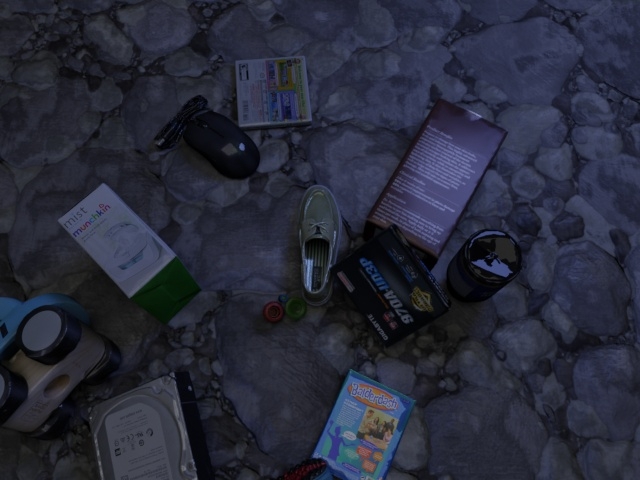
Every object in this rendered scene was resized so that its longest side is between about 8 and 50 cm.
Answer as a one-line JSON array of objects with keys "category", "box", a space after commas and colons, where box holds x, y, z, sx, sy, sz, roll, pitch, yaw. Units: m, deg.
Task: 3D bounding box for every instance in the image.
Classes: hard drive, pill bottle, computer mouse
[{"category": "hard drive", "box": [-0.329, 0.459, 1.072, 0.236, 0.064, 0.339, -24, 71, 17]}, {"category": "pill bottle", "box": [0.347, 0.066, 1.188, 0.122, 0.219, 0.123, 0, 70, 0]}, {"category": "computer mouse", "box": [-0.276, -0.259, 1.376, 0.272, 0.072, 0.188, 34, 72, 11]}]

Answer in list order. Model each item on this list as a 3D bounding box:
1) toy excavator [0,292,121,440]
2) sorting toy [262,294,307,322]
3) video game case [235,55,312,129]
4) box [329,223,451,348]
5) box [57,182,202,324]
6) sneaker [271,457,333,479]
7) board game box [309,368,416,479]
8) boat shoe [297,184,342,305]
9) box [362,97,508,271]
[{"category": "toy excavator", "box": [-0.725, 0.246, 1.139, 0.445, 0.222, 0.433, 32, 73, 25]}, {"category": "sorting toy", "box": [-0.085, 0.155, 1.250, 0.101, 0.042, 0.061, -6, 85, -16]}, {"category": "video game case", "box": [-0.128, -0.398, 1.454, 0.193, 0.023, 0.213, -5, 69, -3]}, {"category": "box", "box": [0.153, 0.100, 1.192, 0.175, 0.051, 0.220, -35, 90, 21]}, {"category": "box", "box": [-0.395, 0.035, 1.167, 0.231, 0.262, 0.127, 42, 75, 12]}, {"category": "sneaker", "box": [-0.081, 0.547, 1.067, 0.261, 0.104, 0.125, -28, 95, 4]}, {"category": "board game box", "box": [0.090, 0.404, 1.152, 0.160, 0.047, 0.210, 24, 72, 8]}, {"category": "boat shoe", "box": [0.000, 0.000, 1.273, 0.109, 0.094, 0.302, -1, 70, -1]}, {"category": "box", "box": [0.272, -0.134, 1.305, 0.191, 0.143, 0.381, 30, 74, 10]}]
